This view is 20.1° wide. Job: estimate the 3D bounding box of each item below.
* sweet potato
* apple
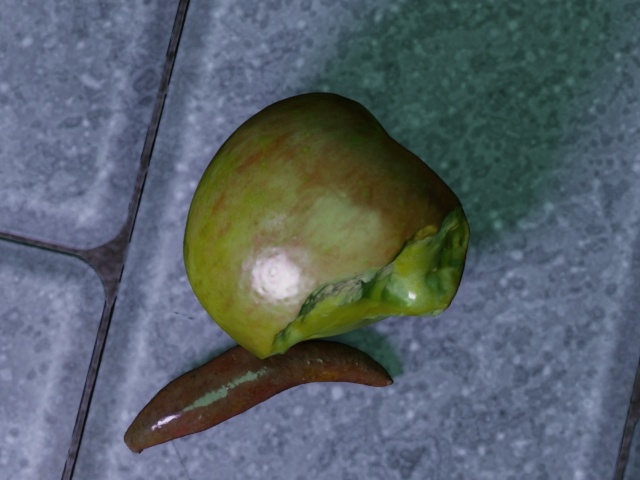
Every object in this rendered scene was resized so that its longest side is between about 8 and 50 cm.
[{"bbox_3d":[-0.063,0.132,1.662,0.255,0.058,0.078,-16,101,-5],"label":"sweet potato"},{"bbox_3d":[0.000,0.000,1.583,0.226,0.246,0.246,-44,86,3],"label":"apple"}]
